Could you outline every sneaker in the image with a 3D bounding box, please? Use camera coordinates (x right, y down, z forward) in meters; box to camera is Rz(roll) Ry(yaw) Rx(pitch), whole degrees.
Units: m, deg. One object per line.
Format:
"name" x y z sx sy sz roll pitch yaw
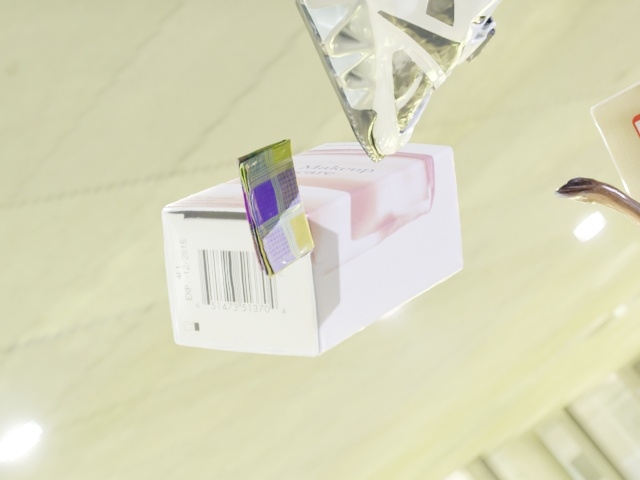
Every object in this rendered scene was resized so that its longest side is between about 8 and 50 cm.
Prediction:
"sneaker" 0.060 -0.144 1.106 0.146 0.122 0.330 -25 168 0

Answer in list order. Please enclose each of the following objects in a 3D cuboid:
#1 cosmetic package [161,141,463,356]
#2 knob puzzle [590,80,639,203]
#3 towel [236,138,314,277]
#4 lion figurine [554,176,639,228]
"cosmetic package" 0.000 0.000 1.657 0.153 0.129 0.296 2 -166 27
"knob puzzle" 0.340 -0.067 1.526 0.213 0.213 0.030 -40 -168 5
"towel" -0.029 -0.022 1.232 0.009 0.083 0.060 -3 -165 37
"lion figurine" 0.367 -0.073 1.325 0.392 0.142 0.240 -34 128 -1
